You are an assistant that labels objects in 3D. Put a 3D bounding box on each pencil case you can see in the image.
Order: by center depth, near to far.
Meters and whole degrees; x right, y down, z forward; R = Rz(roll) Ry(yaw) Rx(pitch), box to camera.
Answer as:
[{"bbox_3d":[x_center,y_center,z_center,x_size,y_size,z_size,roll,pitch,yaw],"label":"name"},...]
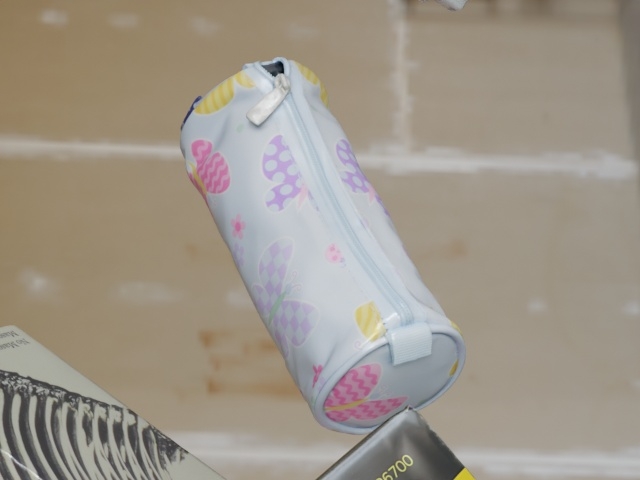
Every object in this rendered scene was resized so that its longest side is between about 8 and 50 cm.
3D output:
[{"bbox_3d":[0.000,0.000,1.274,0.124,0.113,0.273,-57,46,38],"label":"pencil case"}]

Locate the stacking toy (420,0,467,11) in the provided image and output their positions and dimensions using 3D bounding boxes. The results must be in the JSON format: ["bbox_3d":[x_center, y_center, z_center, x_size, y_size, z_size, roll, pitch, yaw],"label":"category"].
[{"bbox_3d":[0.040,-0.125,0.448,0.221,0.167,0.052,-2,67,50],"label":"stacking toy"}]

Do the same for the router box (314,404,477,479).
[{"bbox_3d":[-0.005,0.146,0.418,0.133,0.179,0.046,49,165,6],"label":"router box"}]

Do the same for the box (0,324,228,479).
[{"bbox_3d":[-0.095,0.157,0.886,0.113,0.275,0.094,-20,-41,-63],"label":"box"}]
